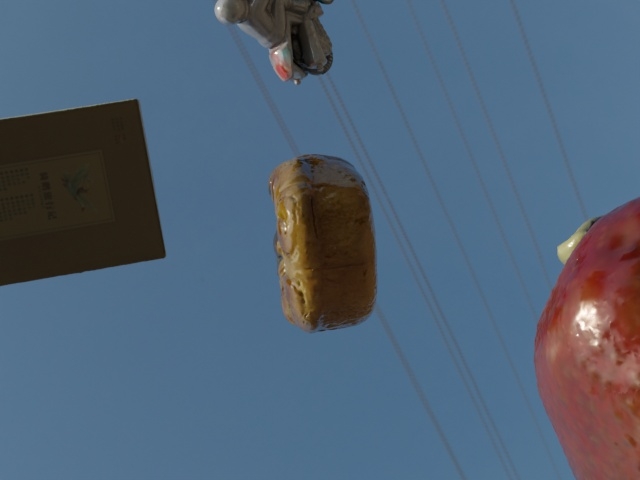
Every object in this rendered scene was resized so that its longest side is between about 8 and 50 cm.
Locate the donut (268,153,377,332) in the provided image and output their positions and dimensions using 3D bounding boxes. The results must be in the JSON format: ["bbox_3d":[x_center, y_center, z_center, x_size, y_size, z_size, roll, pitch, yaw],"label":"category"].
[{"bbox_3d":[0.000,0.002,1.157,0.114,0.226,0.226,-5,-69,-7],"label":"donut"}]

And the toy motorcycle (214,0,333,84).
[{"bbox_3d":[-0.083,-0.334,1.330,0.171,0.110,0.260,-33,-82,-42],"label":"toy motorcycle"}]

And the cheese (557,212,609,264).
[{"bbox_3d":[0.210,-0.001,0.724,0.083,0.030,0.044,-19,-25,-40],"label":"cheese"}]

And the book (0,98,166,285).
[{"bbox_3d":[-0.372,-0.055,1.247,0.310,0.021,0.216,-10,-78,-8],"label":"book"}]

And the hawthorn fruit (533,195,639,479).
[{"bbox_3d":[0.144,0.042,0.360,0.133,0.133,0.138,-37,-41,-15],"label":"hawthorn fruit"}]
